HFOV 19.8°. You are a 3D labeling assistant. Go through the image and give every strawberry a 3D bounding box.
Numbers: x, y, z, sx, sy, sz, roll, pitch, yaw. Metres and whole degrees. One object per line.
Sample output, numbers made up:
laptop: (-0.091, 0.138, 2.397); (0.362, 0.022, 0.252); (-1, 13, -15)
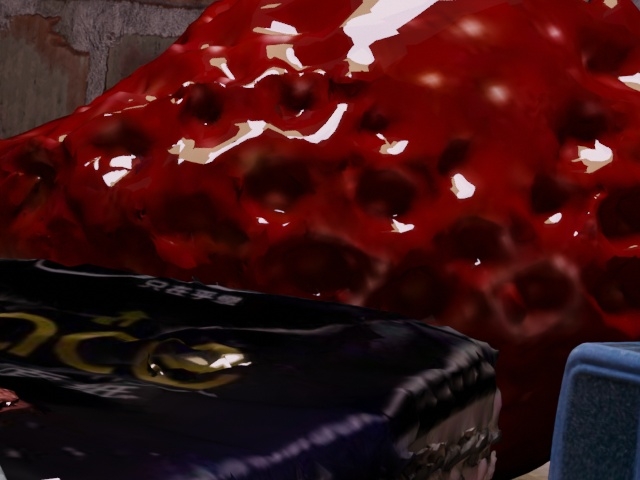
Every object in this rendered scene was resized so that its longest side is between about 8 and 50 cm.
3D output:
strawberry: (0.000, 0.000, 0.879); (0.345, 0.295, 0.317); (-14, 23, -33)

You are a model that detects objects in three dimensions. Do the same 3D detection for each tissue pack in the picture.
tissue pack: (-0.096, 0.071, 0.537); (0.245, 0.123, 0.332); (11, 4, 18)

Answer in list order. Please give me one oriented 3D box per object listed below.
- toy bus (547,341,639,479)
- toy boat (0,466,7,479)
toy bus: (0.213, 0.100, 0.808); (0.134, 0.116, 0.234); (8, 4, 44)
toy boat: (-0.129, 0.088, 0.245); (0.199, 0.100, 0.290); (-1, 7, -12)
